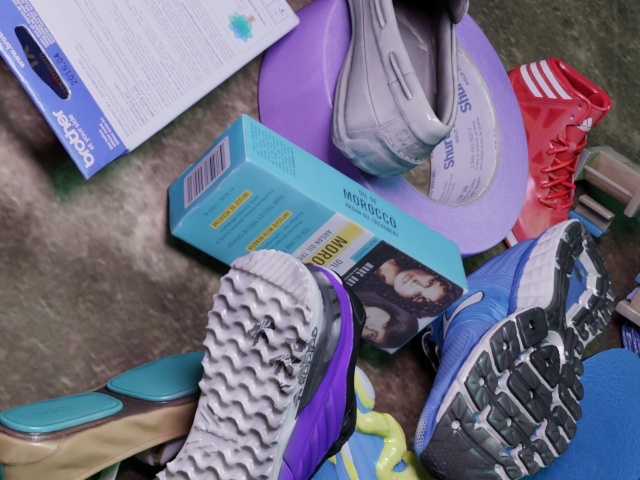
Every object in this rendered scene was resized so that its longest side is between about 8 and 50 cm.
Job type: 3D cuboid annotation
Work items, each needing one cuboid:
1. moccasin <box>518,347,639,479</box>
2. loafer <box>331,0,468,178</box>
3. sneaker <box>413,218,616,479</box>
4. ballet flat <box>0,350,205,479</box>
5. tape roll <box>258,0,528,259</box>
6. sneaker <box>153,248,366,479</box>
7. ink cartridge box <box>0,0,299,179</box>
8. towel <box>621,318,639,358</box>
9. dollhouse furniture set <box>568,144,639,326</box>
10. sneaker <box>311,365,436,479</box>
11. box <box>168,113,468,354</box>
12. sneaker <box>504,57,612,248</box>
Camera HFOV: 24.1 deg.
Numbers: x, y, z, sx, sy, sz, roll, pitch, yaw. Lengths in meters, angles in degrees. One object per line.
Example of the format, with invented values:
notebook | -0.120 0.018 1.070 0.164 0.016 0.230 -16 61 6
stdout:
moccasin | 0.192 0.210 1.361 0.342 0.117 0.137 -36 92 -43
loafer | 0.080 -0.205 1.285 0.112 0.111 0.319 24 58 -38
sneaker | 0.152 0.109 1.330 0.129 0.147 0.330 59 37 -14
ballet flat | -0.145 0.137 1.084 0.232 0.080 0.073 -13 111 -47
tape roll | 0.072 -0.107 1.387 0.275 0.090 0.274 22 58 -39
sneaker | -0.037 0.155 1.084 0.146 0.102 0.293 12 101 -60
ink cartridge box | -0.158 -0.184 1.201 0.185 0.065 0.311 57 40 -12
towel | 0.372 0.116 1.648 0.119 0.029 0.067 3 71 -45
dollhouse furniture set | 0.352 -0.001 1.634 0.184 0.129 0.129 37 23 22
sneaker | 0.007 0.179 1.193 0.240 0.091 0.126 45 48 -27
box | 0.000 0.000 1.238 0.244 0.100 0.060 30 33 -30
sneaker | 0.236 -0.080 1.515 0.087 0.128 0.221 -8 79 -47
